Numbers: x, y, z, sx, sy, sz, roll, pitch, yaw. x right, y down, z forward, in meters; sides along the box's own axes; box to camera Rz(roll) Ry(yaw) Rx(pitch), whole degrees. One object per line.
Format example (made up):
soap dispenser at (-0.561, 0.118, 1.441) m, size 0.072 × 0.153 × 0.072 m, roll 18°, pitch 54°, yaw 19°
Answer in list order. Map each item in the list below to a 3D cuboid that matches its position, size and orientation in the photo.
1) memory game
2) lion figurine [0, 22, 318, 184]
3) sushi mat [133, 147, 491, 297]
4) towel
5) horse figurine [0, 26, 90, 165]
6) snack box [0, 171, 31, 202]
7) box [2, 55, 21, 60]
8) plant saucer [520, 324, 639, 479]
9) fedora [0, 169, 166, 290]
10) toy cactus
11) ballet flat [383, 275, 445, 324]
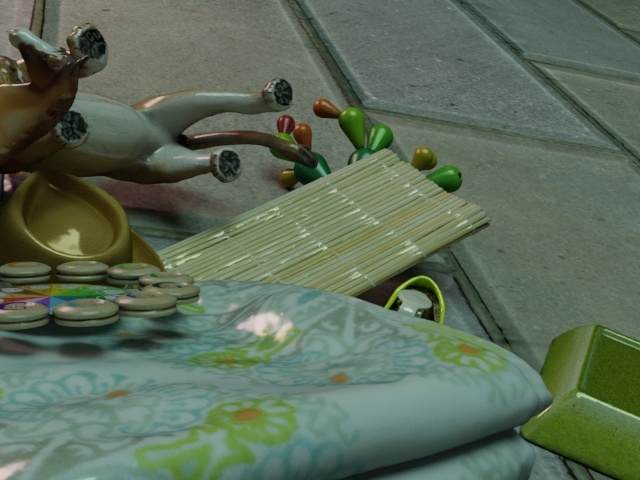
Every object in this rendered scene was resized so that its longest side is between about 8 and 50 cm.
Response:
memory game at (-0.166, 0.030, 0.624) m, size 0.186 × 0.012 × 0.186 m, roll 1°, pitch 8°, yaw 0°
lion figurine at (-0.211, -0.102, 0.916) m, size 0.240 × 0.142 × 0.392 m, roll -8°, pitch -18°, yaw 42°
sushi mat at (0.000, 0.000, 0.915) m, size 0.316 × 0.019 × 0.151 m, roll -26°, pitch 45°, yaw -34°
towel at (-0.106, 0.091, 0.567) m, size 0.374 × 0.090 × 0.320 m, roll -7°, pitch 11°, yaw -36°
horse figurine at (-0.298, -0.058, 0.741) m, size 0.174 × 0.263 × 0.066 m, roll 30°, pitch 3°, yaw 4°
snack box at (-0.268, -0.052, 0.951) m, size 0.064 × 0.022 × 0.178 m, roll 8°, pitch 27°, yaw -20°
box at (-0.349, -0.152, 1.088) m, size 0.145 × 0.038 × 0.186 m, roll 4°, pitch 29°, yaw -21°
plant saucer at (0.280, 0.140, 0.852) m, size 0.188 × 0.045 × 0.188 m, roll 22°, pitch 26°, yaw 13°
fedora at (-0.204, 0.003, 0.793) m, size 0.194 × 0.079 × 0.194 m, roll 12°, pitch 33°, yaw -8°
toy cactus at (0.034, -0.061, 1.080) m, size 0.219 × 0.112 × 0.180 m, roll 21°, pitch 45°, yaw 5°
ballet flat at (0.054, 0.093, 0.783) m, size 0.077 × 0.077 × 0.231 m, roll 21°, pitch 27°, yaw 9°
